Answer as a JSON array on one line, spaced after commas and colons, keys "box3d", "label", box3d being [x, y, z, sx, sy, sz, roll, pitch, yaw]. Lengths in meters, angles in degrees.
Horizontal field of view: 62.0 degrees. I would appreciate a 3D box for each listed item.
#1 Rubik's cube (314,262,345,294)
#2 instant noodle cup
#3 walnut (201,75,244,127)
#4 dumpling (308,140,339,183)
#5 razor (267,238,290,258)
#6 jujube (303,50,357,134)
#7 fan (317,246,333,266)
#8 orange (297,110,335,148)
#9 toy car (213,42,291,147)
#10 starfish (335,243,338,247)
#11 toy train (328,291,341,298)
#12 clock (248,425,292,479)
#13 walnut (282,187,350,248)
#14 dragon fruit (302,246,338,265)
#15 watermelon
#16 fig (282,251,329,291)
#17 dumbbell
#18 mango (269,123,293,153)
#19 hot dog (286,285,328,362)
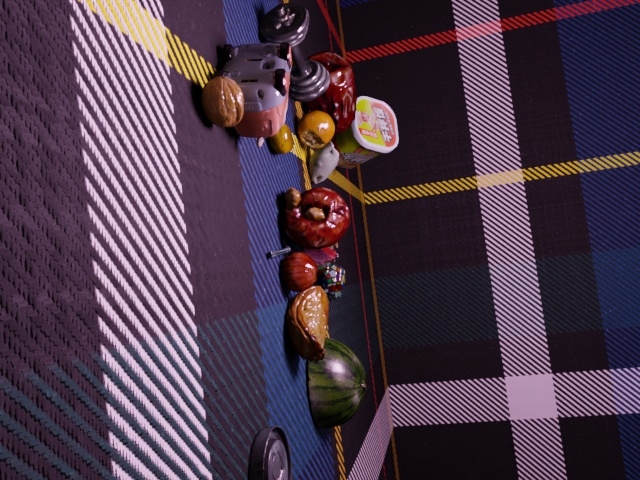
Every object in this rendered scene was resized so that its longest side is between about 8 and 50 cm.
[{"box3d": [0.036, 0.145, 2.094, 0.111, 0.133, 0.133, -16, 99, -44], "label": "Rubik's cube"}, {"box3d": [0.181, -0.502, 2.593, 0.293, 0.307, 0.294, 12, 67, -30], "label": "instant noodle cup"}, {"box3d": [-0.229, -0.323, 1.255, 0.105, 0.105, 0.125, -81, 174, -52], "label": "walnut"}, {"box3d": [0.002, -0.347, 2.229, 0.149, 0.104, 0.217, 56, -40, 20], "label": "dumpling"}, {"box3d": [-0.124, 0.032, 1.651, 0.190, 0.033, 0.066, -19, 101, -77], "label": "razor"}, {"box3d": [0.040, -0.631, 2.290, 0.377, 0.258, 0.259, 64, 22, -57], "label": "jujube"}, {"box3d": [0.001, 0.000, 2.145, 0.230, 0.011, 0.335, -63, 148, -42], "label": "fan"}, {"box3d": [-0.017, -0.441, 2.133, 0.155, 0.154, 0.134, 61, 15, -58], "label": "orange"}, {"box3d": [-0.166, -0.394, 1.427, 0.213, 0.180, 0.271, 85, 6, -50], "label": "toy car"}, {"box3d": [0.007, -0.043, 2.232, 0.231, 0.047, 0.295, -70, 148, -41], "label": "starfish"}, {"box3d": [0.060, 0.219, 2.345, 0.148, 0.038, 0.071, 11, 69, -76], "label": "toy train"}, {"box3d": [-0.122, 0.572, 1.317, 0.215, 0.041, 0.215, -7, 90, -77], "label": "clock"}, {"box3d": [-0.027, -0.079, 1.821, 0.222, 0.243, 0.269, -56, 167, -6], "label": "walnut"}, {"box3d": [-0.016, 0.052, 1.988, 0.147, 0.096, 0.102, 38, 12, 0], "label": "dragon fruit"}, {"box3d": [0.072, 0.500, 1.925, 0.331, 0.189, 0.331, -4, 90, -82], "label": "watermelon"}, {"box3d": [-0.057, 0.089, 1.696, 0.128, 0.150, 0.128, 52, 4, -5], "label": "fig"}, {"box3d": [-0.085, -0.668, 1.915, 0.406, 0.179, 0.179, 62, 24, -57], "label": "dumbbell"}, {"box3d": [-0.126, -0.335, 1.770, 0.161, 0.076, 0.103, 8, 70, -80], "label": "mango"}, {"box3d": [-0.040, 0.264, 1.717, 0.259, 0.114, 0.175, -85, 158, -51], "label": "hot dog"}]
